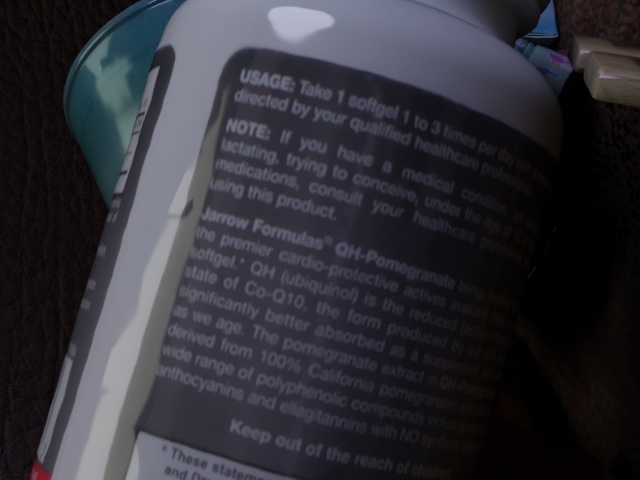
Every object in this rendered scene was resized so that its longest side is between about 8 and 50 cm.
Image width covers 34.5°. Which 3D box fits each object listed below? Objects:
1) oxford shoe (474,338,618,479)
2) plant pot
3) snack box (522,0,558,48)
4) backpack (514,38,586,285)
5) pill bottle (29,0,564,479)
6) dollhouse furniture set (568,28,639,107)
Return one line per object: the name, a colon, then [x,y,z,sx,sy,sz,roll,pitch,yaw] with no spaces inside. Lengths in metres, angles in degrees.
oxford shoe: [0.061,0.144,0.608,0.397,0.140,0.146,-116,26,-64]
plant pot: [-0.078,-0.057,0.967,0.271,0.272,0.255,111,143,-51]
snack box: [0.082,-0.239,0.735,0.187,0.060,0.322,130,141,-64]
backpack: [0.074,-0.032,0.581,0.152,0.115,0.182,-63,-5,-60]
pill bottle: [0.000,0.000,0.435,0.176,0.176,0.318,179,107,-75]
dollhouse furniture set: [0.179,-0.131,0.289,0.242,0.161,0.212,-62,-19,-71]
